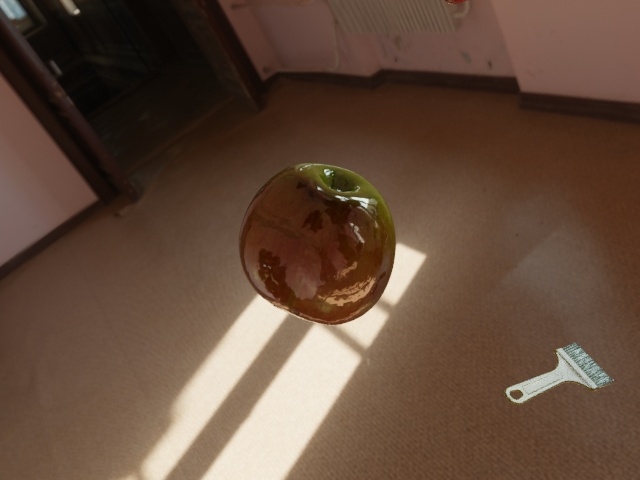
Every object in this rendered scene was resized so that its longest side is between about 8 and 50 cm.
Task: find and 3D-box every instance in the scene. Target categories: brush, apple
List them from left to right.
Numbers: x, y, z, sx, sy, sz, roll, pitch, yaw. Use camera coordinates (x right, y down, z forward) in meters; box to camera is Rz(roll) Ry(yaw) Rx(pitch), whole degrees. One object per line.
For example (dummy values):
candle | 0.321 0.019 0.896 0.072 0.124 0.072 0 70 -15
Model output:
apple | 0.000 0.000 0.811 0.196 0.196 0.196 -23 30 14
brush | 0.344 0.205 0.977 0.205 0.011 0.083 -10 48 -33

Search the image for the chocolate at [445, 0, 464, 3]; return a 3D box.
chocolate | 0.159 -0.393 0.452 0.162 0.360 0.341 1 41 9
